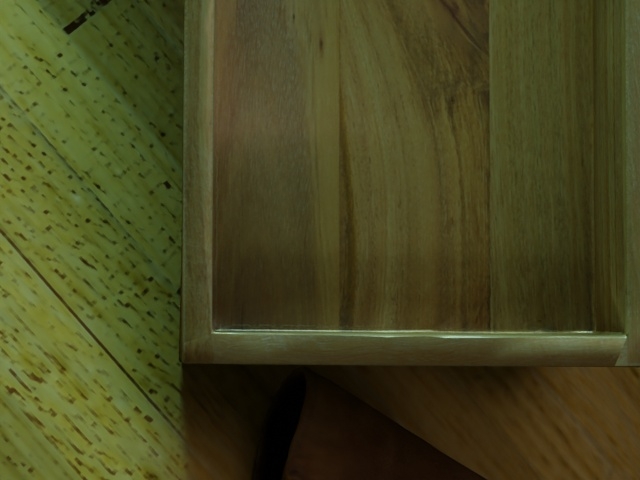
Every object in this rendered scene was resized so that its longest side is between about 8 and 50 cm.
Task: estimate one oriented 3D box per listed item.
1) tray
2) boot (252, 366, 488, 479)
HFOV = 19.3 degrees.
[{"bbox_3d":[0.040,-0.151,0.834,0.203,0.076,0.411,1,88,-5],"label":"tray"},{"bbox_3d":[0.094,0.207,0.825,0.280,0.096,0.264,30,43,-31],"label":"boot"}]
